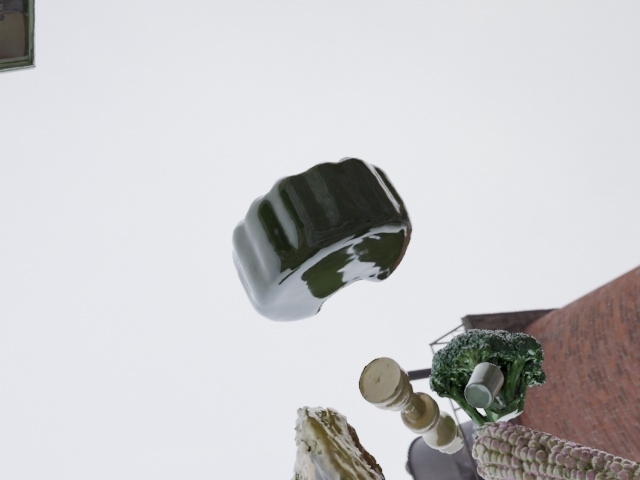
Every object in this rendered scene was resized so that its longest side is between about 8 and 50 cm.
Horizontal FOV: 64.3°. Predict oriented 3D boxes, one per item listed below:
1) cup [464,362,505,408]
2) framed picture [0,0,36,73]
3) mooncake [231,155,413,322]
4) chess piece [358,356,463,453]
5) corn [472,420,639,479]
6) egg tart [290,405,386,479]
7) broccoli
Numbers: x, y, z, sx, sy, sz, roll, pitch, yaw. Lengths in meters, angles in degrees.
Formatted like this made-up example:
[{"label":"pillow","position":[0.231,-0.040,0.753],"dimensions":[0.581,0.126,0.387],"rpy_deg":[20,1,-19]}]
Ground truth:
[{"label":"cup","position":[0.291,0.267,0.901],"dimensions":[0.083,0.054,0.075],"rpy_deg":[-21,-82,-59]},{"label":"framed picture","position":[-0.427,-0.280,0.594],"dimensions":[0.014,0.197,0.252],"rpy_deg":[22,-150,7]},{"label":"mooncake","position":[0.000,0.000,0.967],"dimensions":[0.351,0.351,0.187],"rpy_deg":[-11,-119,-30]},{"label":"chess piece","position":[0.248,0.432,1.273],"dimensions":[0.397,0.117,0.117],"rpy_deg":[45,-136,-34]},{"label":"corn","position":[0.434,0.416,0.934],"dimensions":[0.127,0.335,0.126],"rpy_deg":[5,-98,-37]},{"label":"egg tart","position":[0.059,0.369,0.637],"dimensions":[0.150,0.352,0.352],"rpy_deg":[-40,-100,-9]},{"label":"broccoli","position":[0.422,0.341,1.297],"dimensions":[0.294,0.265,0.245],"rpy_deg":[-23,-115,0]}]
